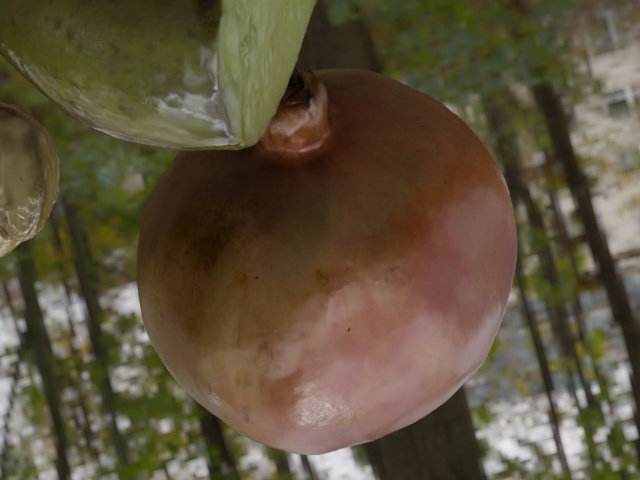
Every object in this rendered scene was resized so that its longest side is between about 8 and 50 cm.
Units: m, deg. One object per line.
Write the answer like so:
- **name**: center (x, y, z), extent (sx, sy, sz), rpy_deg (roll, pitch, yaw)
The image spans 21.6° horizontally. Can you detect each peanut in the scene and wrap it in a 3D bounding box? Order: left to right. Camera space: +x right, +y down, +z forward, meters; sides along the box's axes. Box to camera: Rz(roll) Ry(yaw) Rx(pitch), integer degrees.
- **peanut**: center (-0.247, -0.039, 1.030), extent (0.101, 0.117, 0.263), rpy_deg (-15, -162, -38)

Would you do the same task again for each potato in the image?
- **potato**: center (-0.077, -0.142, 0.777), extent (0.176, 0.141, 0.298), rpy_deg (-16, -133, -1)

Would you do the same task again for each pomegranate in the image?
- **pomegranate**: center (0.000, 0.000, 1.098), extent (0.252, 0.270, 0.229), rpy_deg (-38, -127, -16)
